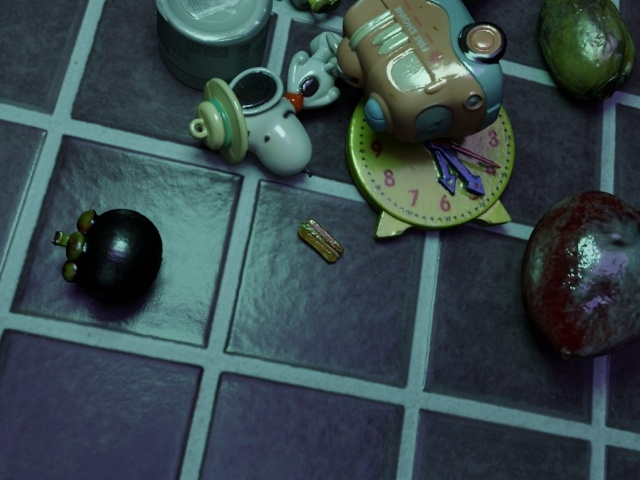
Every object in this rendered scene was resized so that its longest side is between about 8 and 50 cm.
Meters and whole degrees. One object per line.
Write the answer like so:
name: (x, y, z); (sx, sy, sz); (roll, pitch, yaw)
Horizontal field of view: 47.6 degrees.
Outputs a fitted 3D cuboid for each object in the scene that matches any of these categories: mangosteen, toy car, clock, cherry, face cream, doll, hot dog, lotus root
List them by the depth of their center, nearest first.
mangosteen: (-0.299, 0.019, 1.016); (0.151, 0.137, 0.137); (16, 71, -14)
toy car: (0.141, -0.264, 1.091); (0.212, 0.180, 0.270); (-28, 72, -3)
cherry: (0.423, 0.055, 1.116); (0.230, 0.203, 0.300); (34, 70, -4)
hot dog: (0.000, 0.000, 1.142); (0.037, 0.021, 0.083); (-45, 89, 1)
face cream: (-0.169, -0.348, 1.144); (0.177, 0.153, 0.177); (3, 72, -9)
doll: (-0.072, -0.232, 1.150); (0.208, 0.144, 0.271); (29, 70, -21)
clock: (0.183, -0.152, 1.177); (0.277, 0.071, 0.293); (-13, 82, -9)
doll: (-0.039, -0.475, 1.250); (0.129, 0.081, 0.207); (-23, 76, -36)
lotus root: (0.461, -0.378, 1.292); (0.154, 0.154, 0.278); (-11, 77, -15)

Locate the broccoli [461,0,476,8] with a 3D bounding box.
broccoli: (0.179, -0.551, 1.276); (0.252, 0.221, 0.361); (-15, 68, 4)
